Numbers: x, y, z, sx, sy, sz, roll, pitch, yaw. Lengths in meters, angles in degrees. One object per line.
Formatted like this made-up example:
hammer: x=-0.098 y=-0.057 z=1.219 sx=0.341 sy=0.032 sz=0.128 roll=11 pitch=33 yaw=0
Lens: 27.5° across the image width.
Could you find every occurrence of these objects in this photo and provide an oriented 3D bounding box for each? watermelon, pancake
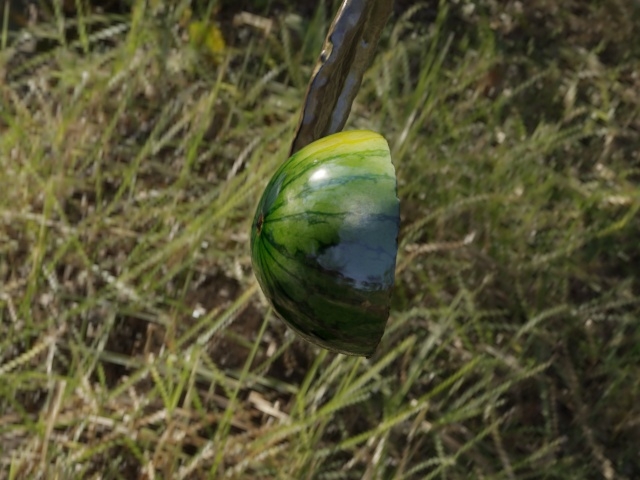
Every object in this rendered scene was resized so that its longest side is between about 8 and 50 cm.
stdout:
watermelon: x=0.000 y=0.000 z=0.594 sx=0.062 sy=0.105 sz=0.105 roll=4 pitch=52 yaw=-13
pancake: x=0.012 y=-0.102 z=0.841 sx=0.021 sy=0.199 sz=0.199 roll=22 pitch=49 yaw=4
